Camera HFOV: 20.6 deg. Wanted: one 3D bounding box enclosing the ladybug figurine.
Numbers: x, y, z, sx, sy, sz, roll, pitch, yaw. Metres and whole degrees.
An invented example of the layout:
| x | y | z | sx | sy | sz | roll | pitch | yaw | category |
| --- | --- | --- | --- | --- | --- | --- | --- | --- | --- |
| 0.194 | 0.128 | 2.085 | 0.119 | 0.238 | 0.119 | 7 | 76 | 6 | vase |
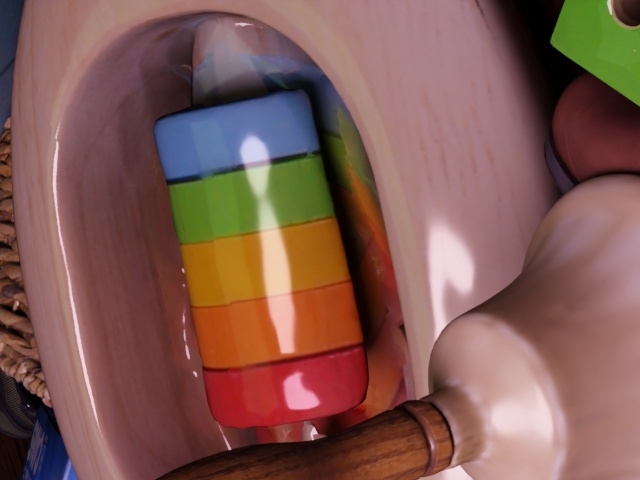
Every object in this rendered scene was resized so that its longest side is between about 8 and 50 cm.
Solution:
| x | y | z | sx | sy | sz | roll | pitch | yaw | category |
| --- | --- | --- | --- | --- | --- | --- | --- | --- | --- |
| 0.000 | 0.000 | 0.835 | 0.305 | 0.162 | 0.449 | -3 | 97 | 37 | ladybug figurine |

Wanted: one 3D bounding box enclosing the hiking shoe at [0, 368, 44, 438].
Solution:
| x | y | z | sx | sy | sz | roll | pitch | yaw | category |
| --- | --- | --- | --- | --- | --- | --- | --- | --- | --- |
| -0.270 | 0.070 | 1.580 | 0.114 | 0.086 | 0.226 | -5 | 110 | 49 | hiking shoe |

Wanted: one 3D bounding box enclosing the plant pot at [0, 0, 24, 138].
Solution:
| x | y | z | sx | sy | sz | roll | pitch | yaw | category |
| --- | --- | --- | --- | --- | --- | --- | --- | --- | --- |
| -0.329 | -0.097 | 1.288 | 0.341 | 0.341 | 0.334 | 47 | 160 | 39 | plant pot |

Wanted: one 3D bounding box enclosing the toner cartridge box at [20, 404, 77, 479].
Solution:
| x | y | z | sx | sy | sz | roll | pitch | yaw | category |
| --- | --- | --- | --- | --- | --- | --- | --- | --- | --- |
| -0.097 | 0.167 | 1.098 | 0.348 | 0.165 | 0.075 | 172 | 112 | -79 | toner cartridge box |

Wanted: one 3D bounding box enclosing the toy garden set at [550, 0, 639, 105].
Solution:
| x | y | z | sx | sy | sz | roll | pitch | yaw | category |
| --- | --- | --- | --- | --- | --- | --- | --- | --- | --- |
| 0.197 | -0.078 | 0.458 | 0.244 | 0.049 | 0.203 | 39 | 133 | 26 | toy garden set |

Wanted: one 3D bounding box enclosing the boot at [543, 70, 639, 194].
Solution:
| x | y | z | sx | sy | sz | roll | pitch | yaw | category |
| --- | --- | --- | --- | --- | --- | --- | --- | --- | --- |
| 0.171 | -0.110 | 0.560 | 0.264 | 0.096 | 0.280 | 32 | 135 | 52 | boot |

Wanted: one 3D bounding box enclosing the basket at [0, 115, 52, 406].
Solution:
| x | y | z | sx | sy | sz | roll | pitch | yaw | category |
| --- | --- | --- | --- | --- | --- | --- | --- | --- | --- |
| -0.068 | 0.016 | 1.117 | 0.299 | 0.223 | 0.213 | 18 | 91 | 59 | basket |

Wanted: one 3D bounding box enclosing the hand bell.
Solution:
| x | y | z | sx | sy | sz | roll | pitch | yaw | category |
| --- | --- | --- | --- | --- | --- | --- | --- | --- | --- |
| 0.026 | 0.069 | 0.574 | 0.126 | 0.242 | 0.126 | 28 | 128 | 45 | hand bell |
